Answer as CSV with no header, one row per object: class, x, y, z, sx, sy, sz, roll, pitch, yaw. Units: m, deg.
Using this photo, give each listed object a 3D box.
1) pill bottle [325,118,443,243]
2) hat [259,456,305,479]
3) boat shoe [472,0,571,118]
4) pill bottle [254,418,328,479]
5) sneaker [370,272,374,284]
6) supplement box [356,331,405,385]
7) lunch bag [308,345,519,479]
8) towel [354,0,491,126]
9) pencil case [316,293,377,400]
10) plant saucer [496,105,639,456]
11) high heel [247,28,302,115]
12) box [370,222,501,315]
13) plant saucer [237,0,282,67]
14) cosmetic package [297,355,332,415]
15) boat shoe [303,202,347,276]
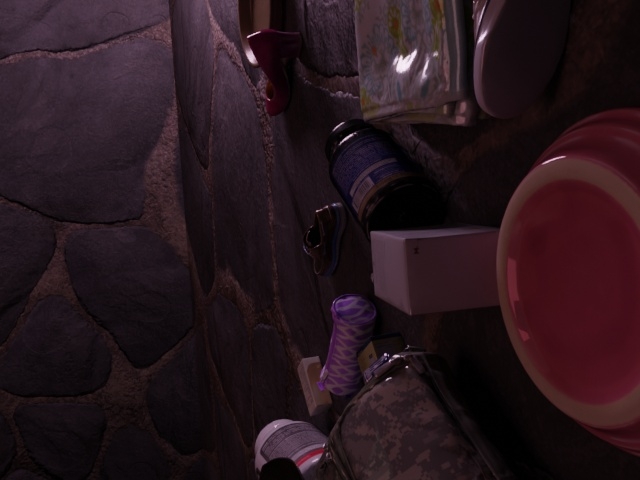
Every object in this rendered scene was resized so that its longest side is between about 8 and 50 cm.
pill bottle,0.084,-0.092,1.087,0.219,0.122,0.123,-118,29,-48
hat,-0.085,0.551,1.268,0.331,0.133,0.332,30,126,50
boat shoe,0.201,-0.267,0.763,0.088,0.096,0.268,-133,42,-65
pill bottle,-0.036,0.483,1.515,0.318,0.176,0.177,-169,73,-69
sneaker,0.135,0.066,1.084,0.191,0.071,0.083,134,121,-65
supplement box,0.107,0.210,1.215,0.083,0.056,0.083,118,141,-57
lunch bag,0.143,0.327,0.961,0.256,0.212,0.305,-65,34,27
towel,0.123,-0.336,0.941,0.320,0.090,0.375,-157,63,-70
pencil case,0.046,0.195,1.332,0.086,0.088,0.206,-119,31,-49
plant saucer,0.270,0.043,0.682,0.332,0.084,0.333,173,90,-70
high heel,-0.120,-0.358,1.576,0.244,0.117,0.082,120,139,-58
box,0.146,0.031,0.909,0.170,0.130,0.091,-154,60,-80
plant saucer,-0.142,-0.546,1.692,0.278,0.041,0.278,173,90,-71
cosmetic package,-0.013,0.321,1.598,0.060,0.041,0.115,115,143,-55
boat shoe,0.000,0.000,1.429,0.066,0.066,0.183,-116,28,-44
